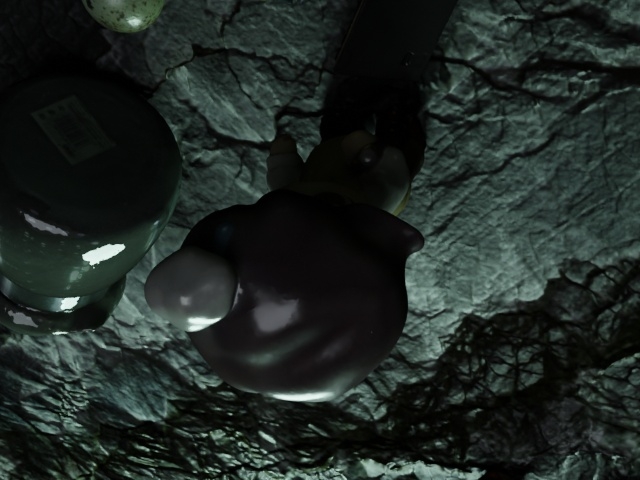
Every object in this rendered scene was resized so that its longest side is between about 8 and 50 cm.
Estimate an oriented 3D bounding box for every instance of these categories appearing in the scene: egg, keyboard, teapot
[{"bbox_3d":[-0.199,-0.259,1.525,0.085,0.085,0.110,-17,103,33],"label":"egg"},{"bbox_3d":[0.105,-0.269,1.397,0.106,0.027,0.317,1,138,-24],"label":"keyboard"},{"bbox_3d":[-0.318,-0.033,1.680,0.305,0.223,0.285,24,140,0],"label":"teapot"}]

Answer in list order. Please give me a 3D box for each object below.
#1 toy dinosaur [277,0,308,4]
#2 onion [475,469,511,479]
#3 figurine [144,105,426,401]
[{"bbox_3d":[0.018,-0.316,1.386,0.259,0.094,0.153,-25,127,23],"label":"toy dinosaur"},{"bbox_3d":[0.199,0.319,1.823,0.107,0.097,0.107,15,161,5],"label":"onion"},{"bbox_3d":[0.001,-0.018,1.437,0.218,0.365,0.206,9,141,14],"label":"figurine"}]
